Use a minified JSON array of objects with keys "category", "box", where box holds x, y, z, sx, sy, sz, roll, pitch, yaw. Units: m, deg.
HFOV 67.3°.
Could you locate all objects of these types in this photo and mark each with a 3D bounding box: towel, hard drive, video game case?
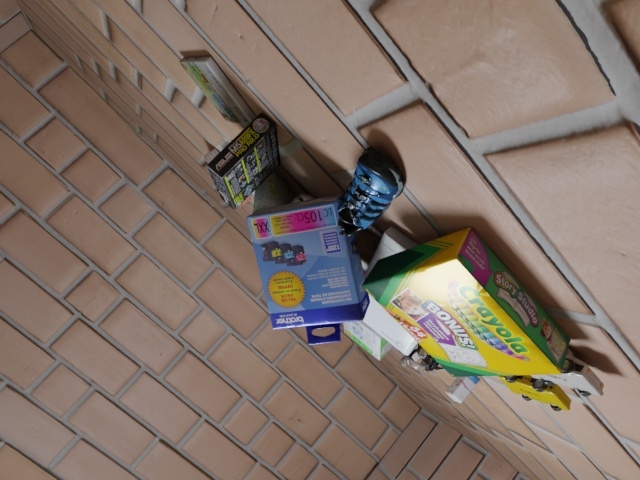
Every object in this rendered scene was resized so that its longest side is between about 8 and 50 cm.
[{"category":"towel","box":[-0.120,-0.034,1.645,0.374,0.090,0.320,56,-159,-45]},{"category":"hard drive","box":[0.224,0.154,1.358,0.233,0.047,0.352,38,139,18]},{"category":"video game case","box":[-0.293,-0.429,1.392,0.206,0.026,0.227,26,160,51]}]

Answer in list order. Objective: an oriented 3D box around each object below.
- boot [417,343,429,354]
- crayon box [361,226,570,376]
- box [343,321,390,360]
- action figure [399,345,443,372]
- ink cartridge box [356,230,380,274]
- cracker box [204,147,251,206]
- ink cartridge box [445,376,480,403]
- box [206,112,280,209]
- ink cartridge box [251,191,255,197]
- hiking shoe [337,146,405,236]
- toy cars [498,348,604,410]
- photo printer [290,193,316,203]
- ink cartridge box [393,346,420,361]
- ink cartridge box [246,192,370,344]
[{"category":"boot","box":[0.424,0.341,1.697,0.115,0.112,0.305,9,156,6]},{"category":"crayon box","box":[0.326,0.165,1.118,0.363,0.106,0.313,45,148,-13]},{"category":"box","box":[0.232,0.408,2.274,0.231,0.127,0.261,37,155,27]},{"category":"action figure","box":[0.409,0.488,2.061,0.276,0.141,0.164,44,156,-2]},{"category":"ink cartridge box","box":[0.204,0.097,1.500,0.235,0.088,0.193,36,165,20]},{"category":"cracker box","box":[-0.396,-0.266,2.067,0.232,0.067,0.155,51,168,7]},{"category":"ink cartridge box","box":[0.569,0.586,1.932,0.052,0.122,0.088,41,167,4]},{"category":"box","box":[-0.214,-0.222,1.406,0.060,0.216,0.270,41,168,8]},{"category":"ink cartridge box","box":[-0.216,-0.183,1.886,0.180,0.060,0.104,38,166,21]},{"category":"hiking shoe","box":[0.103,-0.091,1.079,0.113,0.132,0.304,39,167,14]},{"category":"toy cars","box":[0.571,0.332,1.201,0.177,0.087,0.393,32,161,21]},{"category":"photo printer","box":[0.000,0.000,1.542,0.307,0.107,0.256,65,176,-22]},{"category":"ink cartridge box","box":[0.377,0.496,2.389,0.206,0.045,0.208,27,158,49]},{"category":"ink cartridge box","box":[-0.021,0.088,1.344,0.151,0.270,0.394,-49,-52,-69]}]
